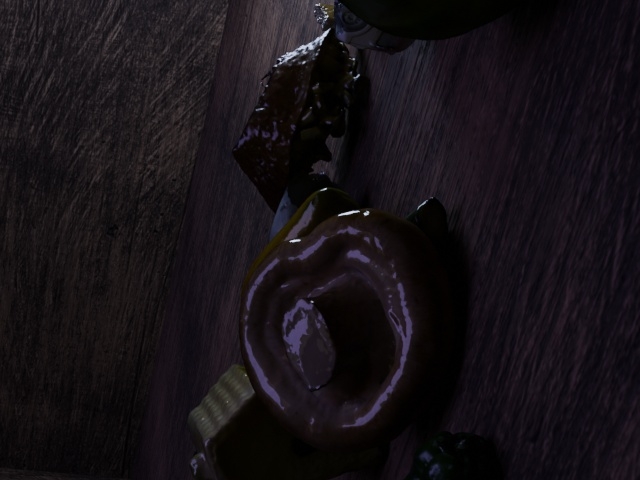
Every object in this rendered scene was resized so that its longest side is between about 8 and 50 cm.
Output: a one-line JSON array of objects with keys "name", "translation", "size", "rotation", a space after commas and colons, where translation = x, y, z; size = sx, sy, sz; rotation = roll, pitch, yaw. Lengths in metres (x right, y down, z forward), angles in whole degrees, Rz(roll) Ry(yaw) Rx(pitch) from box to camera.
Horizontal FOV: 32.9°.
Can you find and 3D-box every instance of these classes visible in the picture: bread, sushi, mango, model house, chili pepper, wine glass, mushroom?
[{"name": "bread", "translation": [0.029, -0.363, 1.786], "size": [0.083, 0.070, 0.035], "rotation": [-115, 35, -57]}, {"name": "sushi", "translation": [-0.024, -0.193, 1.727], "size": [0.296, 0.179, 0.167], "rotation": [-62, -16, -19]}, {"name": "mango", "translation": [-0.019, 0.053, 1.503], "size": [0.119, 0.176, 0.317], "rotation": [61, 141, 41]}, {"name": "model house", "translation": [-0.064, 0.228, 1.385], "size": [0.193, 0.234, 0.175], "rotation": [-167, 63, -74]}, {"name": "chili pepper", "translation": [0.105, 0.301, 1.065], "size": [0.099, 0.083, 0.253], "rotation": [-136, 51, -62]}, {"name": "wine glass", "translation": [-0.021, 0.000, 1.616], "size": [0.111, 0.111, 0.204], "rotation": [-96, 13, -46]}, {"name": "mushroom", "translation": [0.026, 0.098, 1.218], "size": [0.278, 0.146, 0.278], "rotation": [0, 90, 33]}]

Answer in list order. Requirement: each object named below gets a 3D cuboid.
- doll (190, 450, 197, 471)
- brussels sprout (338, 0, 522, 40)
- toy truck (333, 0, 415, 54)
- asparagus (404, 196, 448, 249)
[{"name": "doll", "translation": [-0.208, 0.430, 2.251], "size": [0.179, 0.089, 0.102], "rotation": [-61, 7, -20]}, {"name": "brussels sprout", "translation": [0.112, -0.381, 1.043], "size": [0.355, 0.281, 0.289], "rotation": [-53, 30, 43]}, {"name": "toy truck", "translation": [0.108, -0.360, 1.348], "size": [0.270, 0.135, 0.114], "rotation": [119, 158, -44]}, {"name": "asparagus", "translation": [0.091, 0.017, 1.326], "size": [0.277, 0.060, 0.067], "rotation": [141, 119, -66]}]
